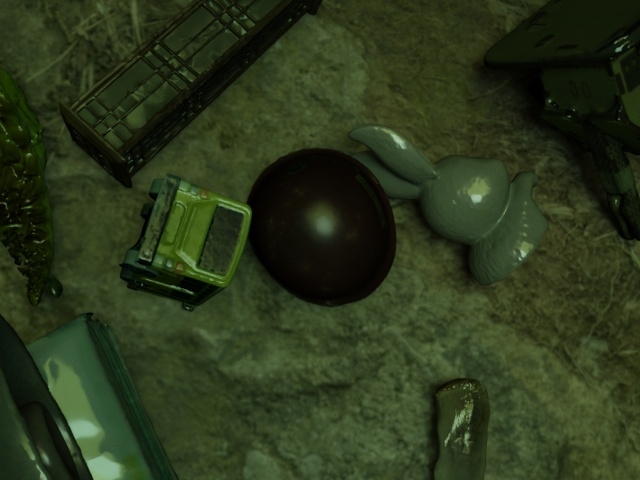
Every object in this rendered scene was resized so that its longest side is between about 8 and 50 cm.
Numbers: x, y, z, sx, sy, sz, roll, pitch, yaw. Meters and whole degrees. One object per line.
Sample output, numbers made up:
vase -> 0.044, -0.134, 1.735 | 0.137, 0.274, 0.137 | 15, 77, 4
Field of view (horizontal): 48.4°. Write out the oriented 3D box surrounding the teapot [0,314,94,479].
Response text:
teapot -> -0.298, 0.220, 0.399 | 0.344, 0.253, 0.300 | -26, 117, -17

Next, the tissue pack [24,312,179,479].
tissue pack -> -0.234, 0.295, 0.583 | 0.287, 0.162, 0.388 | -25, 84, -15

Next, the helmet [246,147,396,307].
helmet -> 0.000, 0.000, 0.707 | 0.155, 0.106, 0.175 | -21, 103, 7

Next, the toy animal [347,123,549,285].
toy animal -> 0.135, -0.065, 0.771 | 0.221, 0.104, 0.131 | 41, 74, 0

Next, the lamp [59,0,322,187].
lamp -> -0.125, -0.204, 0.762 | 0.089, 0.090, 0.325 | 42, 72, 1

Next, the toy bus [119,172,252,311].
toy bus -> -0.129, 0.009, 0.669 | 0.101, 0.175, 0.088 | 18, 74, -13

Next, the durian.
durian -> -0.332, -0.113, 0.682 | 0.107, 0.132, 0.375 | -31, 90, -4

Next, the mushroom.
mushroom -> 0.138, 0.243, 0.731 | 0.059, 0.054, 0.202 | 8, 81, -3

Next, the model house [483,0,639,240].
model house -> 0.359, -0.154, 0.825 | 0.218, 0.205, 0.278 | -40, 116, -16
